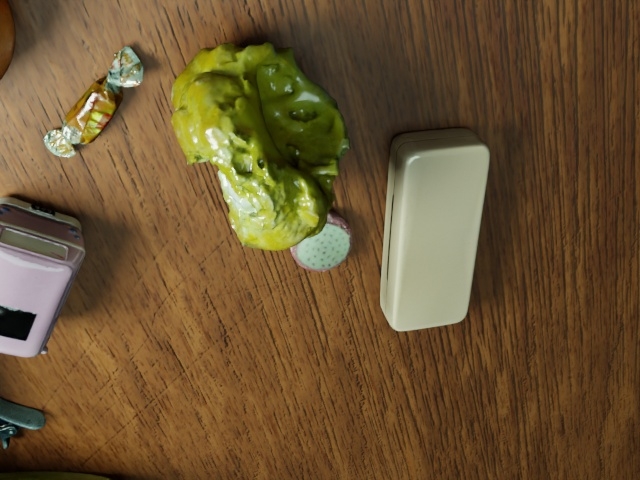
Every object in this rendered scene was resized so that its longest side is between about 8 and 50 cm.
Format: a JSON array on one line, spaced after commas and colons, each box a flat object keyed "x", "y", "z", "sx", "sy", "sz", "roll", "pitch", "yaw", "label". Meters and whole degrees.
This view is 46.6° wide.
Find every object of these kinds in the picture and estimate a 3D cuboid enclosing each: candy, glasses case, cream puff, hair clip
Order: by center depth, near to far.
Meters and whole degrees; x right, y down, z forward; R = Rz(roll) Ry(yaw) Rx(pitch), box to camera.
[{"x": -0.060, "y": -0.128, "z": 0.941, "sx": 0.185, "sy": 0.282, "sz": 0.282, "roll": -24, "pitch": 125, "yaw": 9, "label": "cream puff"}, {"x": -0.295, "y": -0.173, "z": 0.975, "sx": 0.053, "sy": 0.046, "sz": 0.182, "roll": 35, "pitch": 109, "yaw": -29, "label": "candy"}, {"x": -0.551, "y": 0.226, "z": 1.155, "sx": 0.083, "sy": 0.048, "sz": 0.275, "roll": -29, "pitch": 124, "yaw": 8, "label": "hair clip"}, {"x": 0.000, "y": 0.000, "z": 1.173, "sx": 0.103, "sy": 0.043, "sz": 0.103, "roll": -6, "pitch": 122, "yaw": -10, "label": "candy"}, {"x": 0.178, "y": -0.011, "z": 1.197, "sx": 0.143, "sy": 0.076, "sz": 0.337, "roll": -6, "pitch": 123, "yaw": -13, "label": "glasses case"}]

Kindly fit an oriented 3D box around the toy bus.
[{"x": -0.423, "y": 0.061, "z": 1.028, "sx": 0.141, "sy": 0.142, "sz": 0.203, "roll": 19, "pitch": 114, "yaw": -26, "label": "toy bus"}]

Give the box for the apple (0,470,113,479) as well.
[{"x": -0.447, "y": 0.529, "z": 1.192, "sx": 0.374, "sy": 0.374, "sz": 0.384, "roll": -13, "pitch": 130, "yaw": -8, "label": "apple"}]

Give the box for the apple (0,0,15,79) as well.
[{"x": -0.464, "y": -0.223, "z": 0.818, "sx": 0.235, "sy": 0.173, "sz": 0.210, "roll": -40, "pitch": 123, "yaw": 12, "label": "apple"}]
